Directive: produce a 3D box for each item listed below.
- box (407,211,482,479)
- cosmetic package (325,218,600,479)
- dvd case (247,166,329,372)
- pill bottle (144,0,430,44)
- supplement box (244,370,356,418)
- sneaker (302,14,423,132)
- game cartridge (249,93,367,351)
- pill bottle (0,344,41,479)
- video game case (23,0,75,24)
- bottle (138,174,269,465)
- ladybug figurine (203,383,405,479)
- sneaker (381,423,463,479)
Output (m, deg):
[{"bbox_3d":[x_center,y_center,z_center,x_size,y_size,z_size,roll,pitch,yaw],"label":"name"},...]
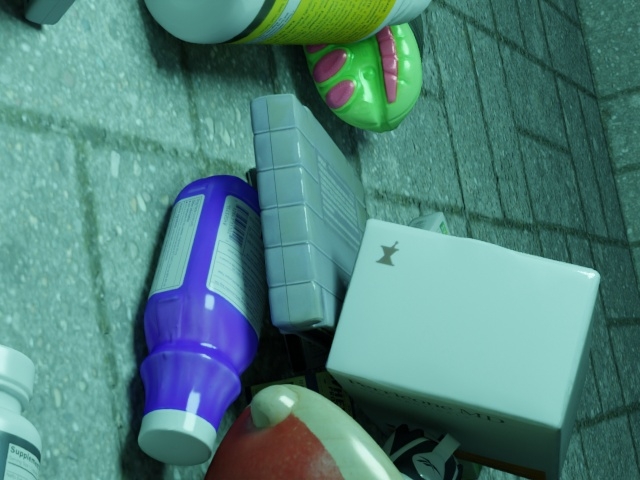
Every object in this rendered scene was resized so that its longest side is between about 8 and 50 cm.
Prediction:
[{"bbox_3d":[0.177,0.148,1.642,0.322,0.059,0.232,67,28,-14],"label":"box"},{"bbox_3d":[0.170,0.142,1.258,0.453,0.230,0.161,58,47,-68],"label":"cosmetic package"},{"bbox_3d":[-0.009,0.028,1.367,0.179,0.030,0.238,-7,84,-63],"label":"dvd case"},{"bbox_3d":[-0.021,-0.308,1.250,0.334,0.188,0.187,-10,86,-48],"label":"pill bottle"},{"bbox_3d":[-0.020,0.172,1.211,0.083,0.083,0.056,3,74,-63],"label":"supplement box"},{"bbox_3d":[0.032,-0.370,1.532,0.202,0.185,0.482,35,48,-78],"label":"sneaker"},{"bbox_3d":[0.000,0.000,1.215,0.355,0.068,0.230,43,36,-72],"label":"game cartridge"},{"bbox_3d":[-0.243,0.163,0.757,0.108,0.108,0.180,41,42,-49],"label":"pill bottle"},{"bbox_3d":[-0.183,-0.392,0.958,0.036,0.300,0.328,6,69,-33],"label":"video game case"},{"bbox_3d":[-0.109,0.072,1.079,0.118,0.092,0.282,53,35,-42],"label":"bottle"},{"bbox_3d":[0.012,0.337,1.017,0.162,0.305,0.449,-29,105,-27],"label":"ladybug figurine"},{"bbox_3d":[0.080,0.271,1.191,0.094,0.235,0.153,38,54,15],"label":"sneaker"}]
